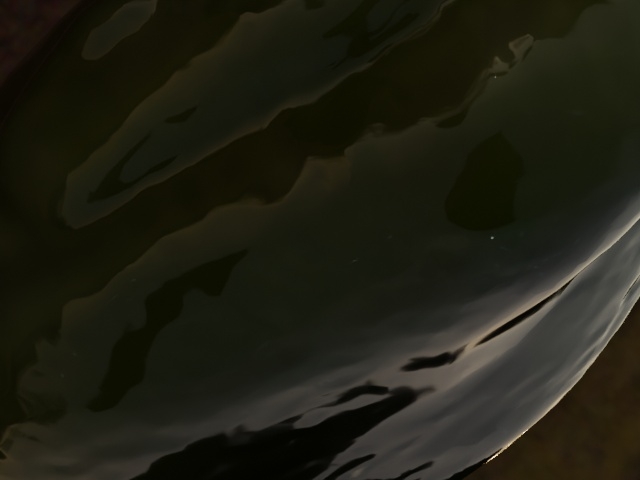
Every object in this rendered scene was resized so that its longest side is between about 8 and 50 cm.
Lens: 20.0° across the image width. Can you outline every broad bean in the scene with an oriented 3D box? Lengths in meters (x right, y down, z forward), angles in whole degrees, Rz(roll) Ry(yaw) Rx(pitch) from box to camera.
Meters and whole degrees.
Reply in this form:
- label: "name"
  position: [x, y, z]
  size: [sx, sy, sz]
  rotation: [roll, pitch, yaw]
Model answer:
- label: "broad bean"
  position: [0.000, 0.000, 0.469]
  size: [0.238, 0.119, 0.291]
  rotation: [-21, 158, -31]
